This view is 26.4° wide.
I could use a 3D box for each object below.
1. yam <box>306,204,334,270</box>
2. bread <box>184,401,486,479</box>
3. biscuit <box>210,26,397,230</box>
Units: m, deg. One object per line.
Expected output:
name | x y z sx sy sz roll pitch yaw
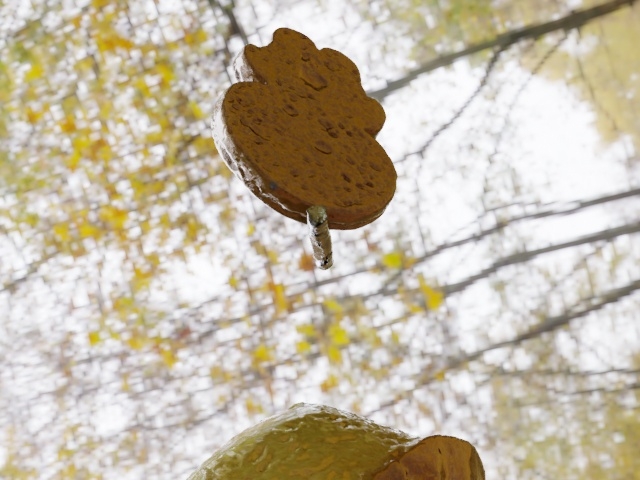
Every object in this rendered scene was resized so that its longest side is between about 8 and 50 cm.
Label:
yam | 0.000 0.000 0.786 0.107 0.014 0.014 81 -175 -74
bread | -0.003 0.219 0.717 0.270 0.148 0.269 -38 -44 -49
biscuit | -0.008 -0.068 0.848 0.124 0.026 0.175 26 -143 -15
